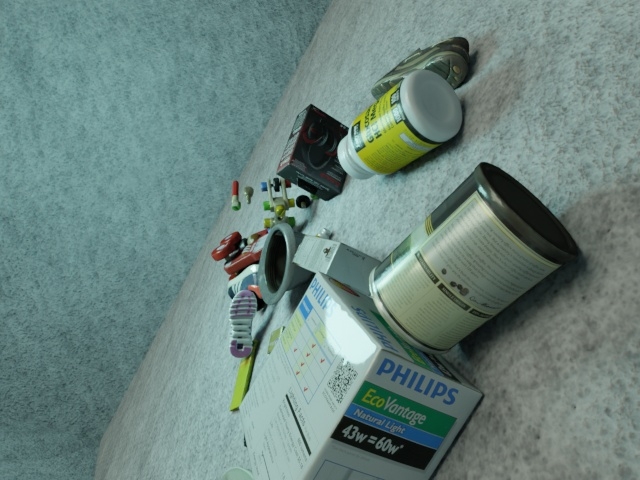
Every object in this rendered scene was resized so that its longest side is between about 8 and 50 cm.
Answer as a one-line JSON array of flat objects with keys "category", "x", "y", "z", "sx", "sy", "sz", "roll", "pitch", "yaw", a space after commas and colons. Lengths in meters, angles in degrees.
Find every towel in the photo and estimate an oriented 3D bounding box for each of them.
[{"category": "towel", "x": -0.266, "y": 0.469, "z": 1.628, "sx": 0.102, "sy": 0.021, "sz": 0.237, "roll": -42, "pitch": 31, "yaw": 47}]

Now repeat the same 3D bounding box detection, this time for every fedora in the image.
[{"category": "fedora", "x": -0.102, "y": 0.075, "z": 1.532, "sx": 0.243, "sy": 0.125, "sz": 0.275, "roll": 52, "pitch": 130, "yaw": 52}]

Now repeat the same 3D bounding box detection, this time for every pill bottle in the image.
[{"category": "pill bottle", "x": 0.000, "y": 0.000, "z": 1.536, "sx": 0.083, "sy": 0.043, "sz": 0.043, "roll": -57, "pitch": 24, "yaw": 16}, {"category": "pill bottle", "x": 0.195, "y": -0.289, "z": 1.254, "sx": 0.334, "sy": 0.188, "sz": 0.187, "roll": -28, "pitch": 41, "yaw": 54}]

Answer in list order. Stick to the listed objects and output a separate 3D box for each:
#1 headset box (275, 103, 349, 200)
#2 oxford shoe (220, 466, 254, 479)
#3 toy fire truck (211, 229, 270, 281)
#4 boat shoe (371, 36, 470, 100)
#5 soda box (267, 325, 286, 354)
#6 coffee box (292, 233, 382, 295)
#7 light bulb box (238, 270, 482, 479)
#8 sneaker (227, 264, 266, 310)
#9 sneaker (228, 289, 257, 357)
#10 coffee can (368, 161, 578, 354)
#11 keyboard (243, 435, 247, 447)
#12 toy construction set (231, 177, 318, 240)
[{"category": "headset box", "x": -0.012, "y": -0.296, "z": 1.654, "sx": 0.110, "sy": 0.218, "sz": 0.293, "roll": -22, "pitch": 45, "yaw": 57}, {"category": "oxford shoe", "x": -0.200, "y": 0.691, "z": 1.118, "sx": 0.169, "sy": 0.130, "sz": 0.449, "roll": -65, "pitch": 22, "yaw": -1}, {"category": "toy fire truck", "x": -0.292, "y": 0.039, "z": 1.961, "sx": 0.254, "sy": 0.169, "sz": 0.302, "roll": -26, "pitch": 17, "yaw": 15}, {"category": "boat shoe", "x": 0.294, "y": -0.481, "z": 1.360, "sx": 0.356, "sy": 0.132, "sz": 0.130, "roll": 2, "pitch": 57, "yaw": 55}, {"category": "soda box", "x": -0.034, "y": 0.271, "z": 1.144, "sx": 0.061, "sy": 0.181, "sz": 0.058, "roll": -36, "pitch": 35, "yaw": 47}, {"category": "coffee box", "x": 0.040, "y": 0.061, "z": 1.269, "sx": 0.098, "sy": 0.141, "sz": 0.246, "roll": -66, "pitch": 22, "yaw": -5}, {"category": "light bulb box", "x": 0.042, "y": 0.308, "z": 0.892, "sx": 0.360, "sy": 0.225, "sz": 0.358, "roll": -60, "pitch": 23, "yaw": 6}, {"category": "sneaker", "x": -0.273, "y": 0.211, "z": 1.796, "sx": 0.350, "sy": 0.131, "sz": 0.148, "roll": 136, "pitch": 129, "yaw": -58}, {"category": "sneaker", "x": -0.281, "y": 0.292, "z": 1.663, "sx": 0.104, "sy": 0.095, "sz": 0.236, "roll": 172, "pitch": 104, "yaw": -80}, {"category": "coffee can", "x": 0.244, "y": 0.036, "z": 0.788, "sx": 0.275, "sy": 0.202, "sz": 0.201, "roll": -49, "pitch": 27, "yaw": 30}, {"category": "keyboard", "x": -0.178, "y": 0.528, "z": 1.376, "sx": 0.180, "sy": 0.023, "sz": 0.108, "roll": -58, "pitch": 24, "yaw": 13}, {"category": "toy construction set", "x": -0.187, "y": -0.088, "z": 1.729, "sx": 0.257, "sy": 0.309, "sz": 0.237, "roll": -56, "pitch": 28, "yaw": 35}]
